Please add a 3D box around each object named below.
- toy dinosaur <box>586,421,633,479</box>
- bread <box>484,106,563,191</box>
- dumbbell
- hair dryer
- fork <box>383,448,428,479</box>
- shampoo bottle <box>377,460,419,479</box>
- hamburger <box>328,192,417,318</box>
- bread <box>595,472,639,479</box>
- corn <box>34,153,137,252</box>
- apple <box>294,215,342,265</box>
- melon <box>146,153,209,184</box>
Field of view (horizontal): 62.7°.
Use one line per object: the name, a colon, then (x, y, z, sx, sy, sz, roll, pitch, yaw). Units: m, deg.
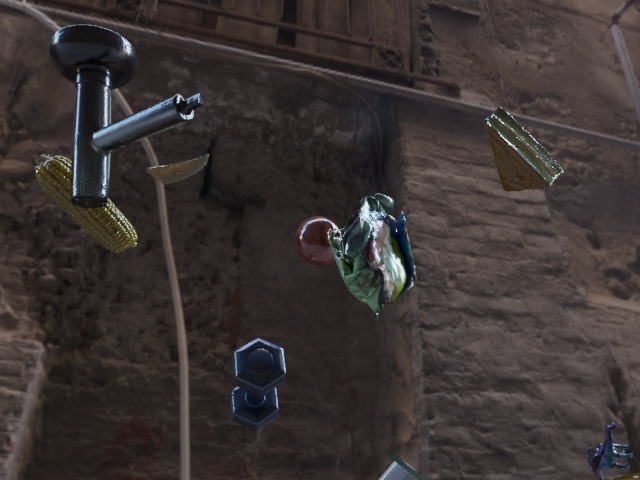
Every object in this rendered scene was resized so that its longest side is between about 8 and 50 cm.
toy dinosaur: (0.613, 0.462, 1.120, 0.080, 0.045, 0.197, 3, -63, 8)
bread: (0.347, -0.162, 0.899, 0.084, 0.074, 0.139, -2, -62, 48)
dumbbell: (-0.187, 0.425, 1.535, 0.160, 0.144, 0.325, 20, -41, 7)
hair dryer: (-0.334, -0.242, 0.948, 0.284, 0.320, 0.156, -17, -19, 6)
fork: (0.204, 0.426, 0.905, 0.235, 0.021, 0.039, 39, -75, 0)
shampoo bottle: (0.170, 0.671, 1.337, 0.108, 0.221, 0.051, 37, -34, 26)
hamburger: (0.110, 0.029, 1.257, 0.150, 0.260, 0.276, -5, -56, 37)
bread: (0.641, 0.599, 0.917, 0.191, 0.370, 0.314, 23, -39, -37)
corn: (-0.451, -0.069, 1.016, 0.080, 0.080, 0.238, -23, -63, 33)
apple: (0.000, 0.000, 1.604, 0.153, 0.153, 0.120, 26, -33, -35)
melon: (-0.395, -0.213, 1.513, 0.182, 0.054, 0.098, -12, -11, 6)
